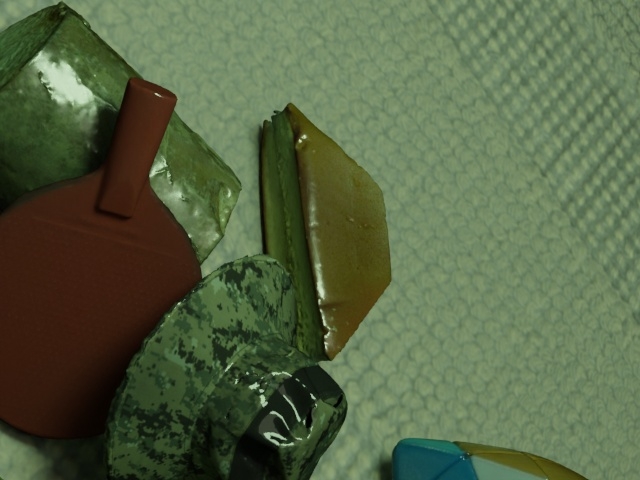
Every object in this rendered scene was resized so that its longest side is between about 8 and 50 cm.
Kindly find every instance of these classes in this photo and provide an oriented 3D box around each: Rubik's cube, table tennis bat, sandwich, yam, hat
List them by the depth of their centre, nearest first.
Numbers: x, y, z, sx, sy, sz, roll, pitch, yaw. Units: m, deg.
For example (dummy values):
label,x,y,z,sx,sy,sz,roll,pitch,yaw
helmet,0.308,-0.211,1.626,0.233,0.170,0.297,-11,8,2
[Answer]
label,x,y,z,sx,sy,sz,roll,pitch,yaw
table tennis bat,-0.182,0.021,1.362,0.200,0.038,0.310,16,104,-17
hat,-0.052,0.150,1.409,0.128,0.266,0.265,31,43,23
yam,-0.187,-0.065,1.438,0.268,0.161,0.161,46,51,-16
Rubik's cube,0.201,0.314,1.599,0.254,0.254,0.255,15,66,-37
sandwich,0.000,0.000,1.614,0.096,0.094,0.258,9,68,-37

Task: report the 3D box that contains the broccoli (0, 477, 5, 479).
label,x,y,z,sx,sy,sz,roll,pitch,yaw
broccoli,-0.198,0.317,1.292,0.302,0.186,0.254,21,24,-13
